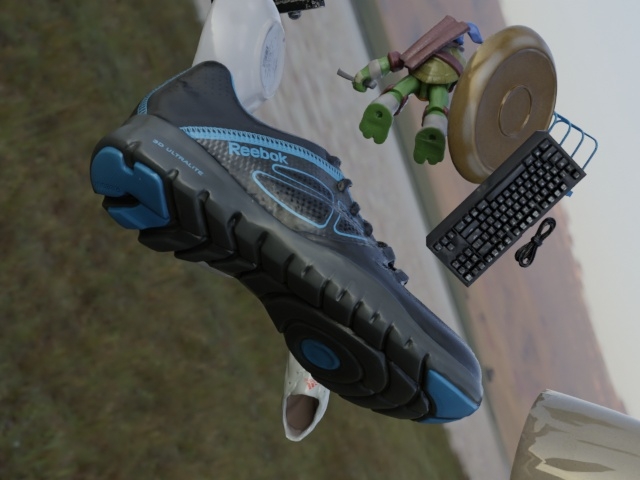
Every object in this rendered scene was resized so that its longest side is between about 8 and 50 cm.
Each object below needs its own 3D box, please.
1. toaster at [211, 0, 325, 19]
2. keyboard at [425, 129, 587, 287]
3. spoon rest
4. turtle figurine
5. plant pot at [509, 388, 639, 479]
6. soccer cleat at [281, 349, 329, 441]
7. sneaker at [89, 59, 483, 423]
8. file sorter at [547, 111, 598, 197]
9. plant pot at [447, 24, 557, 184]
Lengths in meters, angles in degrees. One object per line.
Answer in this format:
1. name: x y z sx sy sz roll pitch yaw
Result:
1. toaster: -0.089 -0.411 2.020 0.110 0.168 0.186 -120 -159 -84
2. keyboard: 0.212 -0.024 1.509 0.108 0.180 0.023 44 7 -19
3. spoon rest: -0.094 -0.109 1.253 0.137 0.084 0.276 46 53 -70
4. turtle figurine: 0.149 -0.206 2.194 0.198 0.274 0.266 51 36 -17
5. plant pot: 0.372 0.319 1.577 0.256 0.274 0.257 8 90 -68
6. soccer cleat: -0.009 0.136 1.551 0.076 0.068 0.196 -69 168 -64
7. sneaker: 0.000 0.000 1.025 0.341 0.125 0.140 40 54 -7
8. file sorter: 0.342 -0.164 2.201 0.170 0.104 0.118 25 10 -42
9. plant pot: 0.270 -0.189 1.970 0.032 0.236 0.236 24 -31 39
